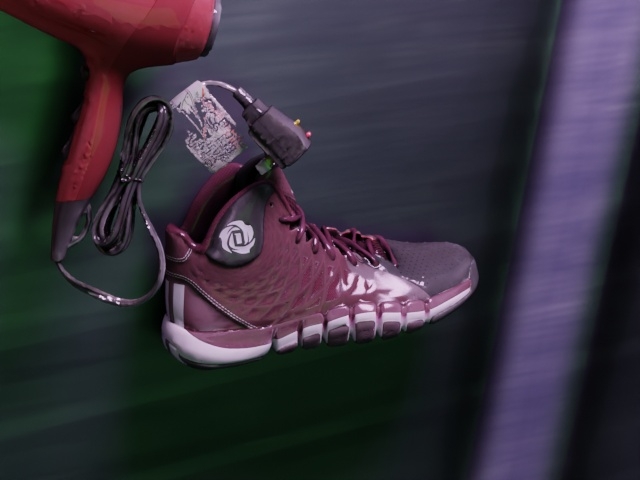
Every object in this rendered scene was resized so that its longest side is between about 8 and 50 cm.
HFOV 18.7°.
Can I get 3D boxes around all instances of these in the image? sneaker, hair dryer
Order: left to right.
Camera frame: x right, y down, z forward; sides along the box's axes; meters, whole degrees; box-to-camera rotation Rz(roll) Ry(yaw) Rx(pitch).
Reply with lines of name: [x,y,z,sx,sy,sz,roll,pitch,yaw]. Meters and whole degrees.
hair dryer: [-0.159,-0.110,1.470,0.223,0.080,0.293,-40,105,-9]
sneaker: [0.000,0.000,1.604,0.281,0.106,0.163,-13,111,-21]
